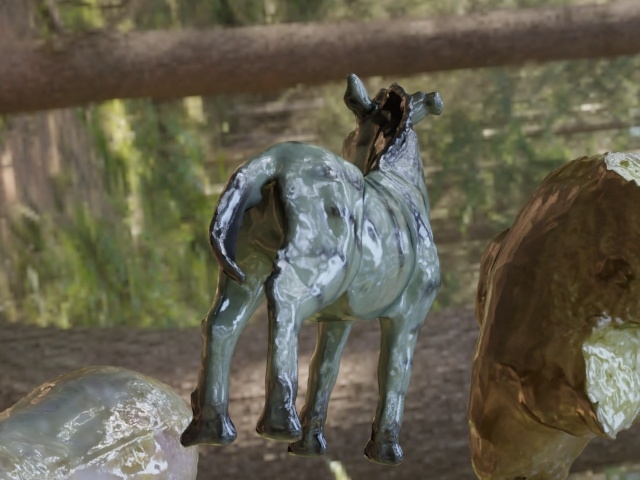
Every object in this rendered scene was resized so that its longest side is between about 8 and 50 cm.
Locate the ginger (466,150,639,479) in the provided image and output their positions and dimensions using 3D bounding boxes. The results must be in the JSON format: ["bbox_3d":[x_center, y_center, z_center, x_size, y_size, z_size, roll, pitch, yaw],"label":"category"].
[{"bbox_3d":[0.162,0.064,0.898,0.270,0.123,0.219,-58,-158,11],"label":"ginger"}]

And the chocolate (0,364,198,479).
[{"bbox_3d":[-0.177,0.161,0.785,0.309,0.134,0.134,-23,112,-58],"label":"chocolate"}]

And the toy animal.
[{"bbox_3d":[0.006,0.000,0.528,0.217,0.073,0.176,26,67,-70],"label":"toy animal"}]
